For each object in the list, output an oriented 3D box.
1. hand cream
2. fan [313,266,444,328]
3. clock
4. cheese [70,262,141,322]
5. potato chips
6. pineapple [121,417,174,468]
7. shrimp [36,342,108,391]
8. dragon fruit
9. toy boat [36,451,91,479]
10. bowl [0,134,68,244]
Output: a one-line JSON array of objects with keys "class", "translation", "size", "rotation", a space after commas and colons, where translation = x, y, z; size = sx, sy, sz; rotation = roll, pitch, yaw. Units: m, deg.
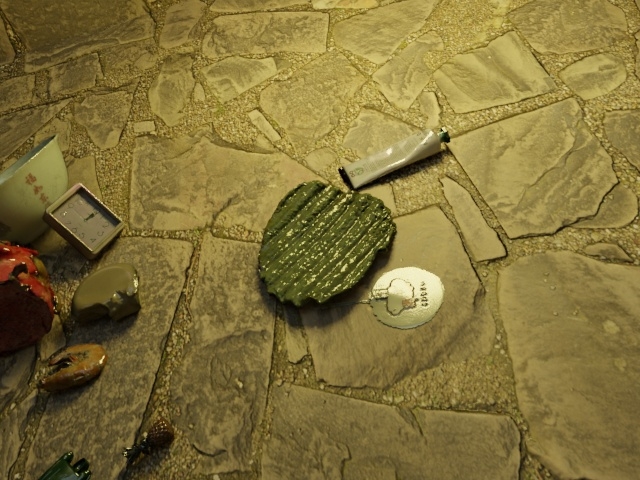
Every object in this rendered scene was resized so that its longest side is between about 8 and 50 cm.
[{"class": "hand cream", "translation": [0.220, -0.246, 1.936], "size": [0.336, 0.076, 0.121], "rotation": [-24, 40, 3]}, {"class": "fan", "translation": [0.142, 0.145, 1.618], "size": [0.329, 0.009, 0.190], "rotation": [-7, 47, 10]}, {"class": "clock", "translation": [-0.697, -0.058, 1.936], "size": [0.192, 0.071, 0.147], "rotation": [44, 57, -7]}, {"class": "cheese", "translation": [-0.579, 0.150, 1.771], "size": [0.202, 0.091, 0.175], "rotation": [-25, 46, -5]}, {"class": "potato chips", "translation": [0.000, 0.000, 1.757], "size": [0.358, 0.070, 0.429], "rotation": [24, 58, 31]}, {"class": "pineapple", "translation": [-0.387, 0.452, 1.459], "size": [0.124, 0.058, 0.058], "rotation": [-37, 48, -9]}, {"class": "shrimp", "translation": [-0.631, 0.324, 1.659], "size": [0.187, 0.051, 0.132], "rotation": [-22, 33, -15]}, {"class": "dragon fruit", "translation": [-0.840, 0.116, 1.730], "size": [0.314, 0.296, 0.263], "rotation": [-30, 49, 6]}, {"class": "toy boat", "translation": [-0.593, 0.555, 1.420], "size": [0.104, 0.052, 0.210], "rotation": [27, 61, 32]}, {"class": "bowl", "translation": [-0.913, -0.115, 2.007], "size": [0.435, 0.196, 0.435], "rotation": [-32, 24, 16]}]
